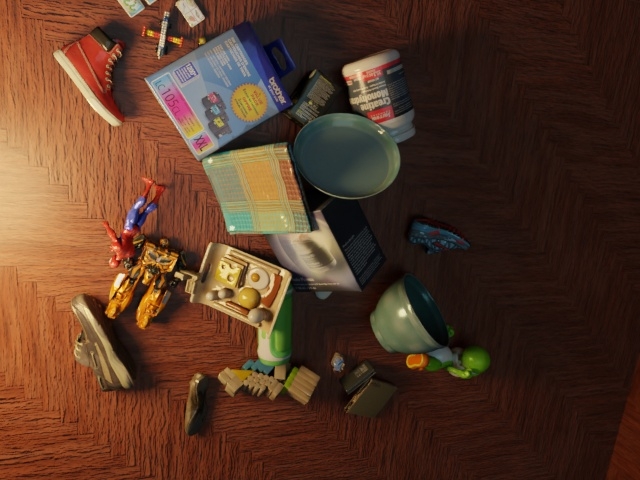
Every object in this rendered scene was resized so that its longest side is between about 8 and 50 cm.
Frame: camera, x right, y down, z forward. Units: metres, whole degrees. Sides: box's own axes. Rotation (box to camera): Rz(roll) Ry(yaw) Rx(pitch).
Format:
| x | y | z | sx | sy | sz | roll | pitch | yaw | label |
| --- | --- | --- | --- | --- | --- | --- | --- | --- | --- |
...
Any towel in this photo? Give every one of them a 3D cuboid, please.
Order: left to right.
| x | y | z | sx | sy | sz | roll | pitch | yaw | label |
| --- | --- | --- | --- | --- | --- | --- | --- | --- | --- |
| -0.194 | -0.143 | 1.436 | 0.040 | 0.370 | 0.271 | -35 | 116 | -43 | towel |

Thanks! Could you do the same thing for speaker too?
| x | y | z | sx | sy | sz | roll | pitch | yaw | label |
| --- | --- | --- | --- | --- | --- | --- | --- | --- | --- |
| -0.158 | 0.276 | 1.671 | 0.131 | 0.131 | 0.296 | -3 | 105 | -17 | speaker |

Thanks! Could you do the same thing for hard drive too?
| x | y | z | sx | sy | sz | roll | pitch | yaw | label |
| --- | --- | --- | --- | --- | --- | --- | --- | --- | --- |
| 0.141 | 0.522 | 1.850 | 0.135 | 0.094 | 0.022 | -37 | 107 | -5 | hard drive |

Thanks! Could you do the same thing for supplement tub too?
| x | y | z | sx | sy | sz | roll | pitch | yaw | label |
| --- | --- | --- | --- | --- | --- | --- | --- | --- | --- |
| 0.191 | -0.452 | 1.546 | 0.191 | 0.191 | 0.272 | -24 | 110 | -10 | supplement tub |

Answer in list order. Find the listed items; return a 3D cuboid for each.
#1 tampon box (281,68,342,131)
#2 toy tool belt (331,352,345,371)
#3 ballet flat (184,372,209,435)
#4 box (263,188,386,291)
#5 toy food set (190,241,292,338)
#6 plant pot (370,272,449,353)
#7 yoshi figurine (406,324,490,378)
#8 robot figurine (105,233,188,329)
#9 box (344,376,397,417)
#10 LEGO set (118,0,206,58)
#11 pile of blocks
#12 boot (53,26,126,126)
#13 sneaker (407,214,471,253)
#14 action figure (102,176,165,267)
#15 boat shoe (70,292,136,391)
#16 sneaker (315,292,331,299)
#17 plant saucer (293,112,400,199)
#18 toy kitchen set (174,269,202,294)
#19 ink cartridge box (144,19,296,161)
| x | y | z | sx | sy | sz | roll | pitch | yaw | label |
| --- | --- | --- | --- | --- | --- | --- | --- | --- | --- |
| -0.032 | -0.440 | 1.515 | 0.101 | 0.120 | 0.161 | 33 | 93 | -23 | tampon box |
| 0.068 | 0.473 | 1.836 | 0.052 | 0.051 | 0.083 | 6 | 103 | -19 | toy tool belt |
| -0.444 | 0.576 | 1.704 | 0.084 | 0.058 | 0.250 | -13 | 119 | -51 | ballet flat |
| 0.000 | 0.000 | 1.533 | 0.183 | 0.296 | 0.294 | -45 | 117 | -40 | box |
| -0.259 | 0.158 | 1.559 | 0.306 | 0.092 | 0.220 | 22 | 98 | 14 | toy food set |
| 0.307 | 0.295 | 1.763 | 0.196 | 0.293 | 0.293 | -33 | 115 | 22 | plant pot |
| 0.522 | 0.451 | 1.905 | 0.362 | 0.203 | 0.203 | 18 | 92 | -24 | yoshi figurine |
| -0.548 | 0.125 | 1.525 | 0.211 | 0.085 | 0.291 | 25 | 96 | -23 | robot figurine |
| 0.201 | 0.621 | 1.896 | 0.201 | 0.021 | 0.164 | 31 | 97 | -45 | box |
| -0.437 | -0.641 | 1.367 | 0.182 | 0.060 | 0.244 | -35 | 113 | -2 | LEGO set |
| -0.190 | 0.508 | 1.751 | 0.362 | 0.149 | 0.112 | 12 | 144 | -11 | pile of blocks |
| -0.591 | -0.460 | 1.353 | 0.176 | 0.088 | 0.244 | -35 | 109 | -8 | boot |
| 0.439 | -0.004 | 1.816 | 0.262 | 0.104 | 0.125 | 19 | 116 | -17 | sneaker |
| -0.588 | -0.055 | 1.452 | 0.091 | 0.139 | 0.280 | 43 | 63 | -60 | action figure |
| -0.705 | 0.337 | 1.509 | 0.130 | 0.132 | 0.355 | -23 | 109 | -11 | boat shoe |
| 0.051 | 0.122 | 1.712 | 0.080 | 0.094 | 0.212 | 27 | 95 | -24 | sneaker |
| 0.077 | -0.246 | 1.428 | 0.317 | 0.317 | 0.044 | -14 | 153 | -14 | plant saucer |
| -0.417 | 0.140 | 1.544 | 0.068 | 0.083 | 0.075 | 17 | 97 | 24 | toy kitchen set |
| -0.269 | -0.453 | 1.424 | 0.395 | 0.151 | 0.270 | -34 | 112 | -8 | ink cartridge box |
